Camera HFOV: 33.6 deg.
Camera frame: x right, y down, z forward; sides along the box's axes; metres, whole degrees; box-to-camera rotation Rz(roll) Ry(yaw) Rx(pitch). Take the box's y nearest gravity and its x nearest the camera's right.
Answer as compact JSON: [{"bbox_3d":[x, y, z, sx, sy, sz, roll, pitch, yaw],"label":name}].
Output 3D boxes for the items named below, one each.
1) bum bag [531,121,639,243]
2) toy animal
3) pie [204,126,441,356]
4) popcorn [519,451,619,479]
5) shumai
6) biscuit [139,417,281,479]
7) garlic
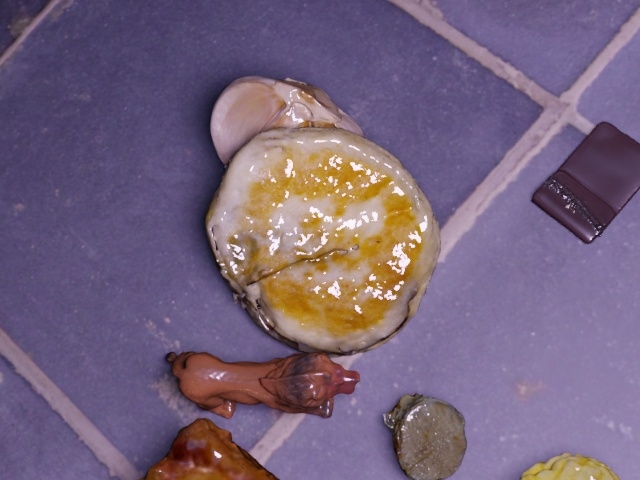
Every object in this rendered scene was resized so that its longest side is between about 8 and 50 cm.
[{"bbox_3d":[0.380,-0.083,1.462,0.109,0.026,0.159,40,86,23],"label":"bum bag"},{"bbox_3d":[-0.093,0.186,1.437,0.312,0.157,0.097,1,73,14],"label":"toy animal"},{"bbox_3d":[0.000,0.000,1.473,0.339,0.077,0.339,1,99,9],"label":"pie"},{"bbox_3d":[0.280,0.346,1.288,0.195,0.173,0.168,-5,85,19],"label":"popcorn"},{"bbox_3d":[0.131,0.253,1.401,0.099,0.087,0.123,-13,110,-18],"label":"shumai"},{"bbox_3d":[-0.157,0.482,1.356,0.343,0.166,0.395,41,85,24],"label":"biscuit"},{"bbox_3d":[-0.049,-0.157,1.544,0.229,0.143,0.178,25,118,-12],"label":"garlic"}]
